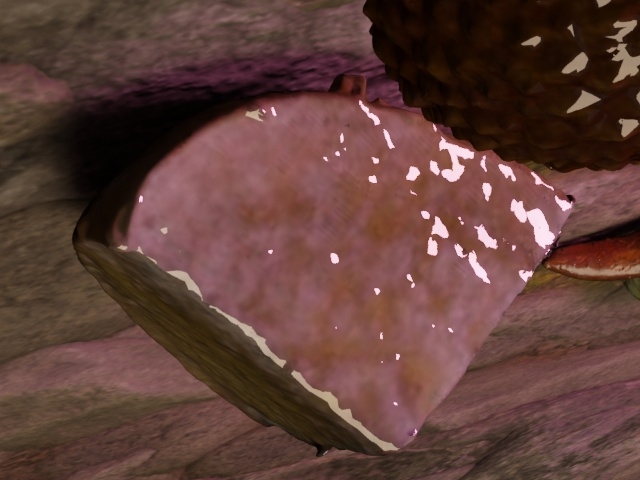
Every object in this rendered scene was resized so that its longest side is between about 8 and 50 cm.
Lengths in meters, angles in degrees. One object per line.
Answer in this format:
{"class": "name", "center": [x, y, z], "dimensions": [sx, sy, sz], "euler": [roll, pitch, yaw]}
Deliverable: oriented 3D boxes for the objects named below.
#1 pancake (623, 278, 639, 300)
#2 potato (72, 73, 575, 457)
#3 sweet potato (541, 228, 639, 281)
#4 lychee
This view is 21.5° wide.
{"class": "pancake", "center": [0.394, 0.001, 1.504], "dimensions": [0.253, 0.037, 0.253], "euler": [-17, 159, -7]}
{"class": "potato", "center": [-0.023, -0.015, 1.004], "dimensions": [0.264, 0.211, 0.189], "euler": [39, 168, -30]}
{"class": "sweet potato", "center": [0.309, -0.011, 1.369], "dimensions": [0.255, 0.058, 0.078], "euler": [-22, 144, 14]}
{"class": "lychee", "center": [0.123, -0.121, 0.719], "dimensions": [0.238, 0.200, 0.200], "euler": [-19, 164, 39]}
